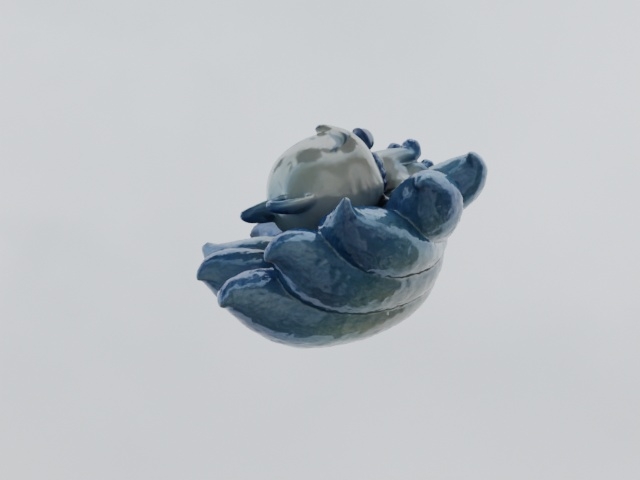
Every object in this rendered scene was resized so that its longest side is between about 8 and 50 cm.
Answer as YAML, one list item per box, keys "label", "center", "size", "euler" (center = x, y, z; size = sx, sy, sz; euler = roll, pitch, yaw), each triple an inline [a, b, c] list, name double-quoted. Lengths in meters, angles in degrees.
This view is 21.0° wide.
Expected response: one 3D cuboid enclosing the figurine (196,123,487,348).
- label: "figurine"
  center: [0.000, 0.000, 0.629]
  size: [0.114, 0.114, 0.079]
  euler: [-15, -80, 3]
